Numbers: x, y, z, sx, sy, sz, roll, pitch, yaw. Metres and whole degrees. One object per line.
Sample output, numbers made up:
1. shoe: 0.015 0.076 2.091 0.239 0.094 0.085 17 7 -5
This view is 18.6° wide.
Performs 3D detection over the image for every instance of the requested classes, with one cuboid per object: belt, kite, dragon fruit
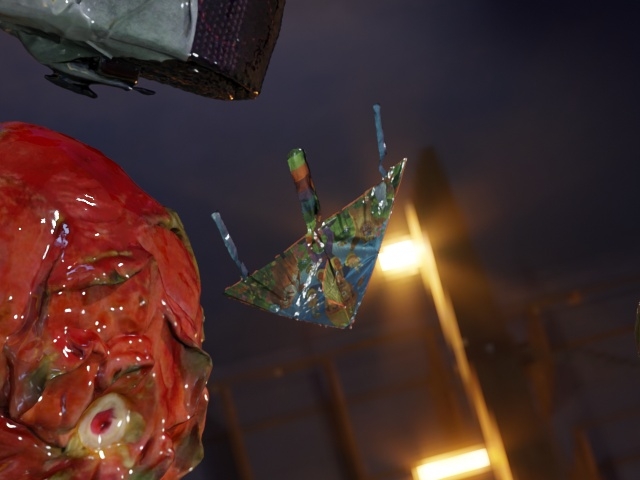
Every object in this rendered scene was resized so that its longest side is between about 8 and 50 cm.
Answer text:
1. belt: -0.179 -0.202 1.673 0.184 0.289 0.164 163 -57 -83
2. kite: 0.000 0.000 1.409 0.010 0.183 0.160 23 -40 47
3. dragon fruit: -0.175 0.052 1.030 0.252 0.241 0.241 -15 -91 65

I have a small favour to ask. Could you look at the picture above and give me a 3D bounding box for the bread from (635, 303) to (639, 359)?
1. bread: 0.212 0.060 0.712 0.213 0.104 0.213 37 -5 4
